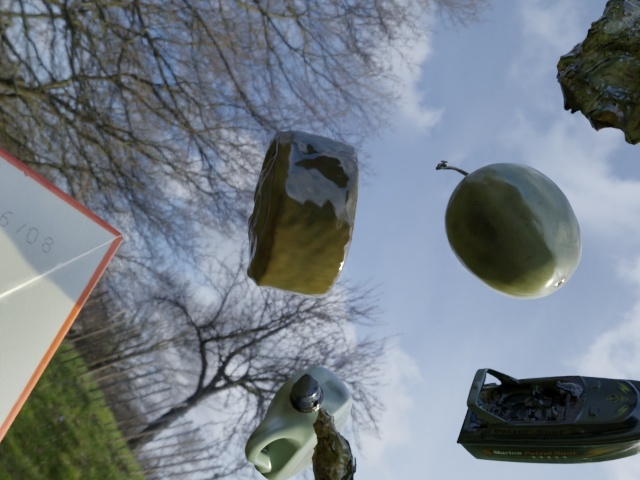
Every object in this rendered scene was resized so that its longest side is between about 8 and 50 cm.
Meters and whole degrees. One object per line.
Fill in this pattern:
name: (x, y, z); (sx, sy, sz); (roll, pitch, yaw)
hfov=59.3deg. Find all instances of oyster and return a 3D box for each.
oyster: (0.413, -0.224, 0.676); (0.198, 0.260, 0.092); (54, -13, 36)
oyster: (0.011, 0.276, 0.629); (0.108, 0.053, 0.165); (95, 1, -64)

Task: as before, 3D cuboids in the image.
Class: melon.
melon: (0.396, -0.024, 1.179); (0.272, 0.272, 0.307); (128, -38, -58)

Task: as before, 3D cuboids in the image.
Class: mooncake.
mooncake: (-0.042, -0.047, 0.991); (0.284, 0.156, 0.284); (-169, -90, -78)

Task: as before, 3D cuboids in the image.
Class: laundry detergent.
laundry detergent: (-0.039, 0.318, 0.989); (0.105, 0.215, 0.280); (47, -22, 25)

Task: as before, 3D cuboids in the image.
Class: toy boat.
toy boat: (0.261, 0.187, 0.607); (0.246, 0.093, 0.103); (-17, -67, 40)

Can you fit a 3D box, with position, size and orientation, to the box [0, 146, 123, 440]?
box: (-0.447, 0.031, 0.510); (0.257, 0.318, 0.349); (0, -32, 41)
